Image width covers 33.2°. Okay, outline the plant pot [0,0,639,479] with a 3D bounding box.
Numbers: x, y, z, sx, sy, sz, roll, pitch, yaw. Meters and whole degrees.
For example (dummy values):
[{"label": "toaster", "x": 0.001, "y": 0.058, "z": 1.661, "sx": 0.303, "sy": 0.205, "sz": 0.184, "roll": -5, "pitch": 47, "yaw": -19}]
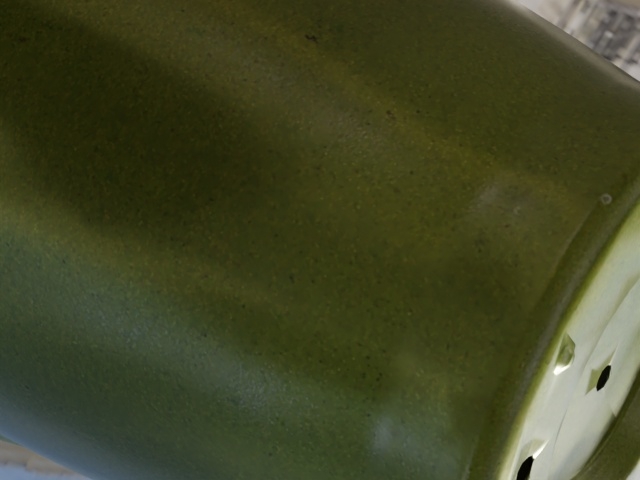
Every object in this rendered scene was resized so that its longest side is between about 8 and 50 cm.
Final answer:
[{"label": "plant pot", "x": 0.000, "y": 0.000, "z": 0.541, "sx": 0.353, "sy": 0.366, "sz": 0.366, "roll": 25, "pitch": -153, "yaw": 32}]
